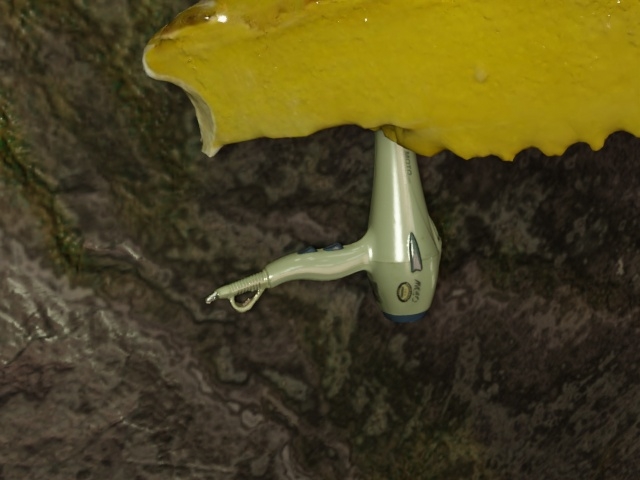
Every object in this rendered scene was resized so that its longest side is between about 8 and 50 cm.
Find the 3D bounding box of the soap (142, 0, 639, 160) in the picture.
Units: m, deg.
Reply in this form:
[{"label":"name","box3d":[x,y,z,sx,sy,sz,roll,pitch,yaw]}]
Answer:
[{"label":"soap","box3d":[0.091,-0.120,0.734,0.304,0.339,0.169,-34,123,-18]}]

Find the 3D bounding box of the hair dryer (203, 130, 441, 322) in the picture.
[{"label":"hair dryer","box3d":[0.010,-0.019,0.922,0.199,0.067,0.167,5,99,-19]}]
